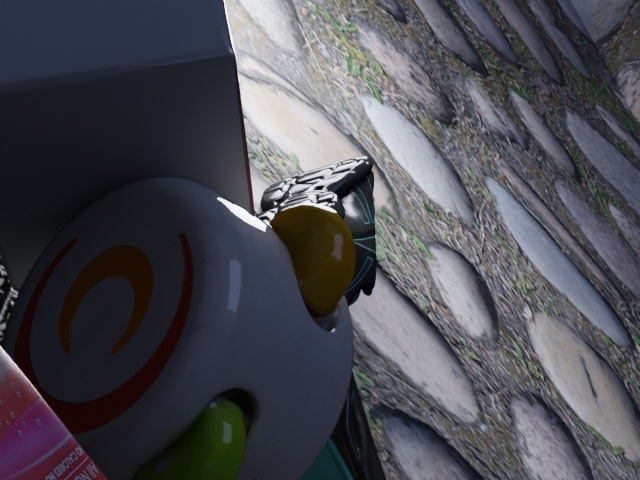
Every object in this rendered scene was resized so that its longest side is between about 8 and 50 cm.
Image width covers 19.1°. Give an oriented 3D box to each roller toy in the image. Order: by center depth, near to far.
[{"bbox_3d":[-0.082,0.069,1.147,0.146,0.191,0.209,33,66,-43],"label":"roller toy"}]

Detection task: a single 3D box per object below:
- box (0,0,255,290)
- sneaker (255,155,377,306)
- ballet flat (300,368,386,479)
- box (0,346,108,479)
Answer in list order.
[{"bbox_3d":[-0.153,-0.174,1.254,0.215,0.168,0.345,86,-6,-57],"label":"box"},{"bbox_3d":[0.000,0.000,1.634,0.267,0.101,0.106,-55,127,-70],"label":"sneaker"},{"bbox_3d":[-0.006,0.138,1.361,0.096,0.095,0.280,36,33,-59],"label":"ballet flat"},{"bbox_3d":[-0.218,0.125,0.692,0.154,0.142,0.300,52,22,-2],"label":"box"}]
